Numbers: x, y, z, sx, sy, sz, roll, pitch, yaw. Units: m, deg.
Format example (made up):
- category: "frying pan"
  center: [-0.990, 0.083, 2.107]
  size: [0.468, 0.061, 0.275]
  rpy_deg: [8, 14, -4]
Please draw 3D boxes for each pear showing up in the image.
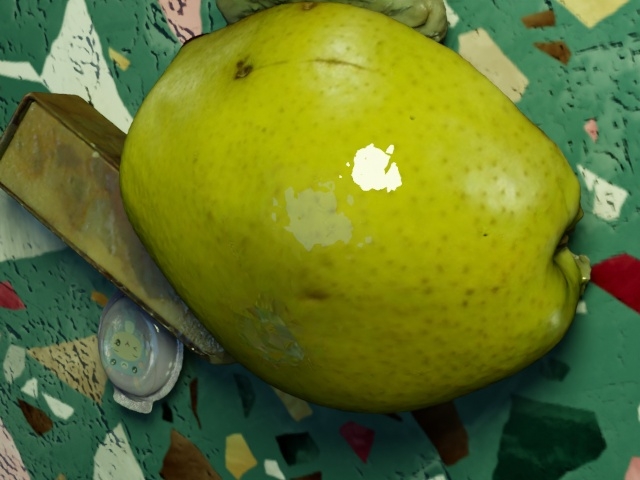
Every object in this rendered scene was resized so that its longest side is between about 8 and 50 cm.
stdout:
- category: "pear"
  center: [0.000, 0.000, 1.410]
  size: [0.386, 0.191, 0.340]
  rpy_deg: [14, 136, 27]

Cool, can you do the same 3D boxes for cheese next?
- category: "cheese"
  center: [-0.170, 0.073, 1.733]
  size: [0.105, 0.042, 0.191]
  rpy_deg: [16, 105, 30]

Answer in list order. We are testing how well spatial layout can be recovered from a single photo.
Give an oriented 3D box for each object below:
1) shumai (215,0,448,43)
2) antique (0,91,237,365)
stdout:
- category: "shumai"
  center: [0.009, -0.216, 1.441]
  size: [0.201, 0.201, 0.120]
  rpy_deg: [-7, 62, 40]
- category: "antique"
  center: [-0.162, -0.012, 1.653]
  size: [0.310, 0.087, 0.093]
  rpy_deg: [39, 108, 20]
